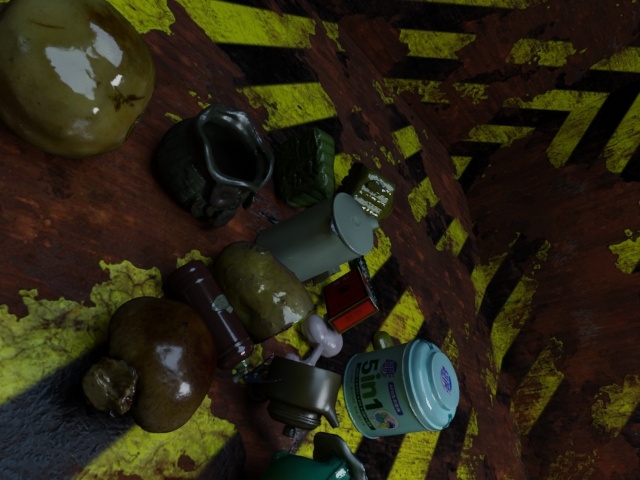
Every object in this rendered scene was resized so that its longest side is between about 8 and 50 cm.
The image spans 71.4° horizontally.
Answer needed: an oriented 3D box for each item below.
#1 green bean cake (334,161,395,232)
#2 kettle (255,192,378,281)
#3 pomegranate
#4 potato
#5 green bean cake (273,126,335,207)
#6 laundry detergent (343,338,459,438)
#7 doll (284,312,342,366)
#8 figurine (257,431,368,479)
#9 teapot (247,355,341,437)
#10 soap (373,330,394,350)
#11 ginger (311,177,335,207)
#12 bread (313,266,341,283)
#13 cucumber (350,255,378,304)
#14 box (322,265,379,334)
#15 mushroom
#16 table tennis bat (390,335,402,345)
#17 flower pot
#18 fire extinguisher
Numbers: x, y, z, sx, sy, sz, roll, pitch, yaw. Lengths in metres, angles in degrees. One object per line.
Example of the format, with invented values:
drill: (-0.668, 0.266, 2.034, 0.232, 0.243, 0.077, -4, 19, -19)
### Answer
green bean cake: (0.166, -0.143, 1.775, 0.202, 0.285, 0.310, 28, 13, -13)
kettle: (-0.002, 0.012, 1.370, 0.265, 0.317, 0.205, 31, 45, -40)
pomegranate: (-0.509, -0.339, 0.909, 0.332, 0.332, 0.333, 33, 45, -40)
potato: (-0.171, 0.120, 1.180, 0.266, 0.229, 0.229, 57, 33, 1)
green bean cake: (-0.053, -0.244, 1.547, 0.124, 0.222, 0.248, 12, 63, -53)
laundry detergent: (0.279, 0.488, 1.477, 0.287, 0.305, 0.288, 32, 46, -40)
doll: (-0.026, 0.347, 1.330, 0.160, 0.094, 0.365, 48, 35, -14)
figurine: (-0.071, 0.591, 0.956, 0.340, 0.324, 0.231, -27, 68, -41)
teapot: (-0.067, 0.391, 1.105, 0.185, 0.267, 0.176, 49, 54, -56)
soap: (0.249, 0.418, 1.712, 0.088, 0.045, 0.140, -9, 77, -37)
ginger: (0.004, -0.186, 1.700, 0.109, 0.116, 0.263, 7, 64, -14)
bread: (0.003, 0.065, 1.563, 0.105, 0.077, 0.152, -17, 83, -58)
cucumber: (0.157, 0.119, 1.760, 0.067, 0.067, 0.294, 10, 60, -52)
box: (0.093, 0.190, 1.462, 0.074, 0.153, 0.240, 51, 9, -17)
mushroom: (-0.324, 0.242, 0.881, 0.283, 0.195, 0.264, -37, 107, -56)
table tennis bat: (0.325, 0.461, 1.825, 0.234, 0.022, 0.131, 25, 50, -44)
flower pot: (-0.276, -0.198, 1.206, 0.301, 0.213, 0.302, 33, 45, -40)
fire extinguisher: (-0.219, 0.203, 1.048, 0.138, 0.102, 0.344, -33, 81, -15)
